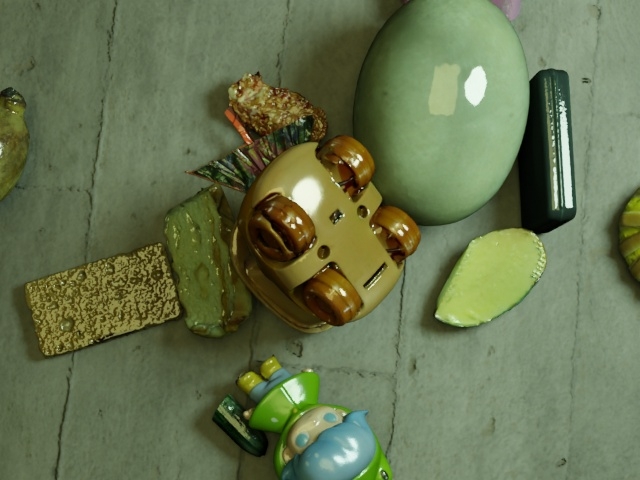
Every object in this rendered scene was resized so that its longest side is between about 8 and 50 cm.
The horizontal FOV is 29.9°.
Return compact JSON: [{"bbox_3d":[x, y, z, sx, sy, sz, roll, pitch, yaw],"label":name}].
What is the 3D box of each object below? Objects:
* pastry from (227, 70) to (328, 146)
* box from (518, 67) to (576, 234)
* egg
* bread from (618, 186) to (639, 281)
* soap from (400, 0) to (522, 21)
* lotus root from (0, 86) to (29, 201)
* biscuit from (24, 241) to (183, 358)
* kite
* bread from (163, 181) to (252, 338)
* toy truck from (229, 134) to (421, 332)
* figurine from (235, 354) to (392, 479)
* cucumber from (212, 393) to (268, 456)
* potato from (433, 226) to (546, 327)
[{"bbox_3d":[-0.067,-0.197,1.882,0.169,0.063,0.087,30,89,8],"label":"pastry"},{"bbox_3d":[0.340,-0.132,1.816,0.050,0.160,0.230,-1,82,-6],"label":"box"},{"bbox_3d":[0.178,-0.196,1.778,0.258,0.258,0.352,15,91,3],"label":"egg"},{"bbox_3d":[0.558,-0.003,1.827,0.213,0.105,0.213,0,85,2],"label":"bread"},{"bbox_3d":[0.227,-0.475,1.824,0.181,0.081,0.259,14,117,19],"label":"soap"},{"bbox_3d":[-0.517,-0.135,1.845,0.138,0.138,0.214,35,83,5],"label":"lotus root"},{"bbox_3d":[-0.336,0.093,1.860,0.231,0.025,0.131,-16,81,-1],"label":"biscuit"},{"bbox_3d":[-0.098,-0.124,1.865,0.232,0.009,0.189,-26,105,20],"label":"kite"},{"bbox_3d":[-0.167,0.035,1.836,0.128,0.088,0.232,-20,77,32],"label":"bread"},{"bbox_3d":[0.000,0.000,1.733,0.204,0.211,0.288,-46,109,-25],"label":"toy truck"},{"bbox_3d":[-0.014,0.286,1.780,0.162,0.143,0.263,-32,64,-25],"label":"figurine"},{"bbox_3d":[-0.119,0.286,1.820,0.048,0.048,0.105,-44,85,-5],"label":"cucumber"},{"bbox_3d":[0.257,0.060,1.846,0.119,0.054,0.198,41,89,2],"label":"potato"}]
